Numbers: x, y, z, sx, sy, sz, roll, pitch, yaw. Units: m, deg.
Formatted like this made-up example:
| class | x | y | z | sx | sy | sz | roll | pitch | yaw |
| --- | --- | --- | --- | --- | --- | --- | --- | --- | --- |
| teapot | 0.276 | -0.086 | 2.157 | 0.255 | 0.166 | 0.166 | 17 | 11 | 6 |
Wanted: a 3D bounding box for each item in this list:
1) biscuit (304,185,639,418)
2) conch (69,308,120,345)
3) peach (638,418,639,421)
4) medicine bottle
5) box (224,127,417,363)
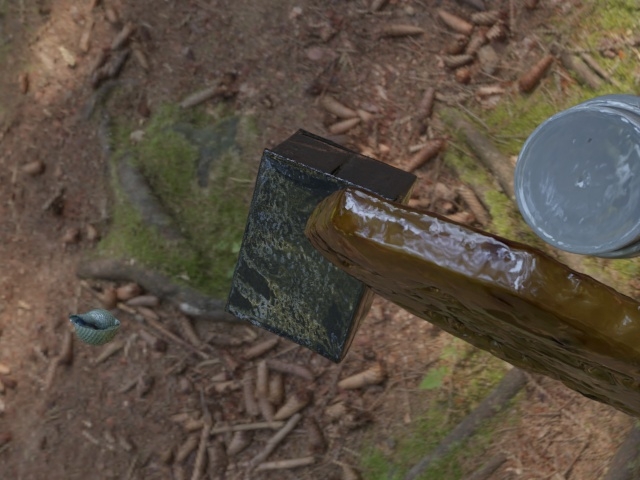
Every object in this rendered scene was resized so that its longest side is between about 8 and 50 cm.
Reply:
| class | x | y | z | sx | sy | sz | roll | pitch | yaw |
| --- | --- | --- | --- | --- | --- | --- | --- | --- | --- |
| biscuit | 0.144 | 0.058 | 0.592 | 0.359 | 0.359 | 0.046 | 21 | 81 | 32 |
| conch | -0.367 | 0.145 | 1.323 | 0.076 | 0.085 | 0.057 | 25 | 113 | 41 |
| peach | 0.516 | 0.184 | 1.078 | 0.232 | 0.232 | 0.257 | 22 | 116 | 31 |
| medicine bottle | 0.434 | -0.093 | 1.199 | 0.245 | 0.306 | 0.245 | 5 | 98 | 33 |
| box | 0.000 | 0.000 | 1.519 | 0.251 | 0.204 | 0.345 | 22 | 116 | 9 |
